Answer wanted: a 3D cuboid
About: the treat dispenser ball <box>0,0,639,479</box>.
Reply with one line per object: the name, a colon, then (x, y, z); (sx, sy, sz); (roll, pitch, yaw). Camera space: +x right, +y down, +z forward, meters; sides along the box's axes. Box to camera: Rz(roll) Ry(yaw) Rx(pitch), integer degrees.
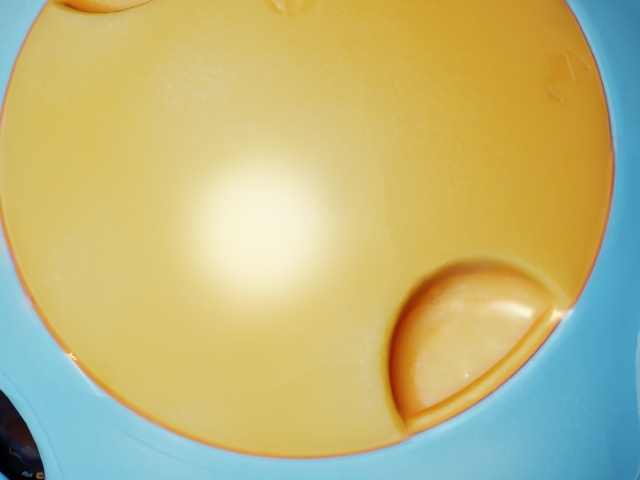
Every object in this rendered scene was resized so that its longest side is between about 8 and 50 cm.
treat dispenser ball: (0.000, 0.000, 0.690); (0.288, 0.288, 0.288); (1, 95, 15)
